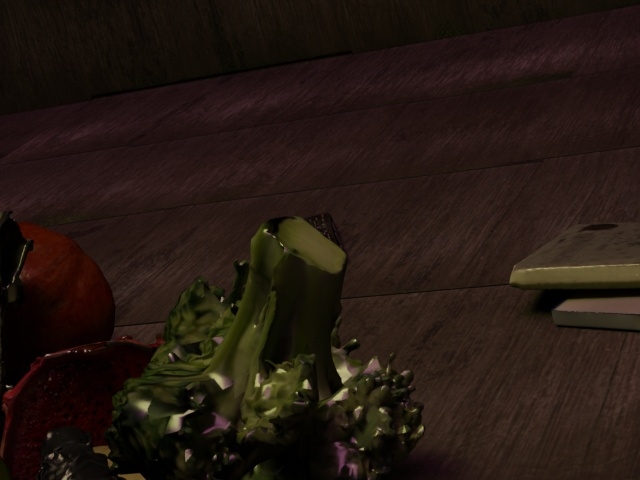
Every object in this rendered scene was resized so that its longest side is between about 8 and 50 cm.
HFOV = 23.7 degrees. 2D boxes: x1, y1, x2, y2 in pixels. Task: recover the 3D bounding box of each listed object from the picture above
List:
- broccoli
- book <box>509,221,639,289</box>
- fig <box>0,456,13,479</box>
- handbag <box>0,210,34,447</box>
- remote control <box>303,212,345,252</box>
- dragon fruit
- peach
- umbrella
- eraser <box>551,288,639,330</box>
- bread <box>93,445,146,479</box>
[{"bbox_3d":[-0.046,0.155,1.472,0.277,0.317,0.338,22,49,2],"label":"broccoli"},{"bbox_3d":[0.431,0.011,1.855,0.352,0.035,0.239,-3,13,31],"label":"book"},{"bbox_3d":[-0.401,0.266,1.589,0.191,0.181,0.181,18,29,17],"label":"fig"},{"bbox_3d":[-0.518,0.136,1.847,0.327,0.325,0.162,-4,-11,14],"label":"handbag"},{"bbox_3d":[0.000,0.000,2.291,0.059,0.028,0.212,-19,18,1],"label":"remote control"},{"bbox_3d":[-0.274,0.177,1.771,0.274,0.161,0.126,-23,22,-18],"label":"dragon fruit"},{"bbox_3d":[-0.397,0.101,2.003,0.232,0.232,0.256,-11,13,13],"label":"peach"},{"bbox_3d":[-0.228,0.283,1.455,0.154,0.128,0.336,-14,23,-28],"label":"umbrella"},{"bbox_3d":[0.361,0.073,1.787,0.150,0.023,0.104,2,23,42],"label":"eraser"},{"bbox_3d":[-0.208,0.260,1.630,0.178,0.060,0.139,-8,20,23],"label":"bread"}]
